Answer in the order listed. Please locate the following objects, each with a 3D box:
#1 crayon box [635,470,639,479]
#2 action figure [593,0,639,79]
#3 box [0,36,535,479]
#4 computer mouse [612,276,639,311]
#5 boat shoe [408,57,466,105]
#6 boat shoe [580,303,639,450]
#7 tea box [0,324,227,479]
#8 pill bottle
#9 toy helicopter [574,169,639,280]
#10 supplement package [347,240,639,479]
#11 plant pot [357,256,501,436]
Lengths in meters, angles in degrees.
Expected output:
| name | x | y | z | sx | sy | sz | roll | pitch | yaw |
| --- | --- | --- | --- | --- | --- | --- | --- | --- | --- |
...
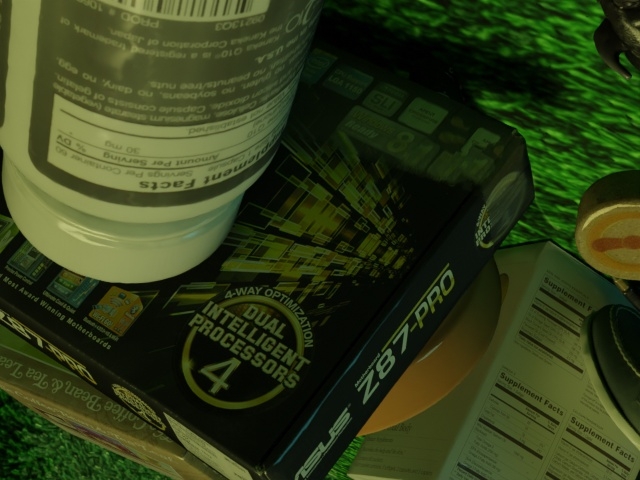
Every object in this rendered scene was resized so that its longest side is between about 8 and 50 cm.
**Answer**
| name | x | y | z | sx | sy | sz | roll | pitch | yaw |
| --- | --- | --- | --- | --- | --- | --- | --- | --- | --- |
| crayon box | 0.526 | 0.333 | 1.757 | 0.202 | 0.081 | 0.318 | 30 | 164 | -9 |
| action figure | 0.241 | -0.109 | 0.776 | 0.276 | 0.141 | 0.164 | 49 | -179 | 23 |
| box | -0.084 | -0.020 | 1.116 | 0.395 | 0.318 | 0.097 | 30 | 158 | 30 |
| computer mouse | 0.316 | 0.026 | 1.205 | 0.184 | 0.060 | 0.262 | 14 | 167 | 39 |
| boat shoe | 0.100 | -0.102 | 1.181 | 0.048 | 0.042 | 0.133 | 1 | 156 | 15 |
| boat shoe | 0.336 | 0.163 | 1.258 | 0.116 | 0.099 | 0.319 | 12 | -142 | -36 |
| tea box | -0.170 | 0.101 | 1.721 | 0.329 | 0.324 | 0.220 | 18 | 162 | 31 |
| pill bottle | -0.105 | -0.141 | 0.900 | 0.204 | 0.204 | 0.361 | 26 | 143 | 4 |
| toy helicopter | 0.348 | 0.024 | 0.978 | 0.355 | 0.140 | 0.235 | 18 | 142 | -6 |
| supplement package | 0.197 | 0.168 | 1.447 | 0.198 | 0.263 | 0.199 | 33 | 163 | -17 |
| plant pot | 0.000 | 0.000 | 1.283 | 0.290 | 0.291 | 0.203 | 16 | 143 | 34 |
